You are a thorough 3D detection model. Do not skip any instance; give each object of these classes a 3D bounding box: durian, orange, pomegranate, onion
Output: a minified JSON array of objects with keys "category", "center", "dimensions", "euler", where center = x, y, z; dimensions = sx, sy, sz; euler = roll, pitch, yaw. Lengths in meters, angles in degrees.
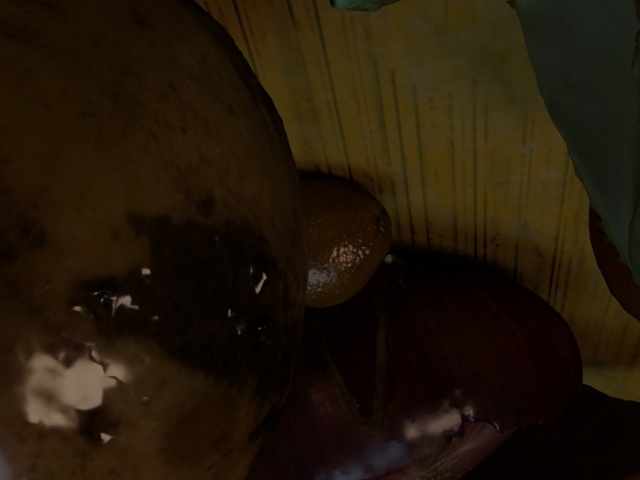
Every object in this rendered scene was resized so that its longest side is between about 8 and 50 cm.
[{"category":"durian","center":[0.123,-0.076,0.606],"dimensions":[0.144,0.139,0.252],"euler":[1,149,0]},{"category":"orange","center":[0.000,0.000,1.078],"dimensions":[0.085,0.085,0.085],"euler":[8,165,2]},{"category":"pomegranate","center":[-0.157,0.013,0.786],"dimensions":[0.322,0.322,0.322],"euler":[8,165,2]},{"category":"onion","center":[0.045,0.100,1.209],"dimensions":[0.248,0.161,0.248],"euler":[-13,152,-7]}]

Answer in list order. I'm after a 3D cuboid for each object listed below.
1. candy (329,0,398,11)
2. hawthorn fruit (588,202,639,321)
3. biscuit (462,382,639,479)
[{"category":"candy","center":[0.084,-0.110,0.701],"dimensions":[0.203,0.061,0.061],"euler":[2,165,-7]},{"category":"hawthorn fruit","center":[0.184,-0.020,0.789],"dimensions":[0.157,0.157,0.194],"euler":[17,-179,-28]},{"category":"biscuit","center":[0.067,0.179,1.353],"dimensions":[0.381,0.074,0.359],"euler":[-2,-151,2]}]
